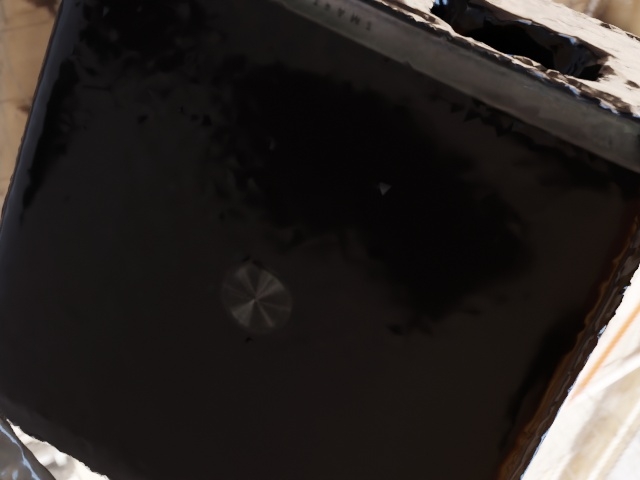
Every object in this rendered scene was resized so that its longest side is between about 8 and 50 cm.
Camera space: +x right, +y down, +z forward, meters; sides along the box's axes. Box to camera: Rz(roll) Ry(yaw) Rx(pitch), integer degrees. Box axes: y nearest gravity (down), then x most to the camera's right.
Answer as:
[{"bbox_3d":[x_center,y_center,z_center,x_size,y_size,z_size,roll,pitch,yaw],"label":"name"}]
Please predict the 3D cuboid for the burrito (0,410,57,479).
[{"bbox_3d":[-0.148,0.126,0.434,0.347,0.107,0.175,47,-54,-7],"label":"burrito"}]

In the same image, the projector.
[{"bbox_3d":[0.000,0.000,0.812,0.395,0.242,0.405,26,-63,9],"label":"projector"}]
